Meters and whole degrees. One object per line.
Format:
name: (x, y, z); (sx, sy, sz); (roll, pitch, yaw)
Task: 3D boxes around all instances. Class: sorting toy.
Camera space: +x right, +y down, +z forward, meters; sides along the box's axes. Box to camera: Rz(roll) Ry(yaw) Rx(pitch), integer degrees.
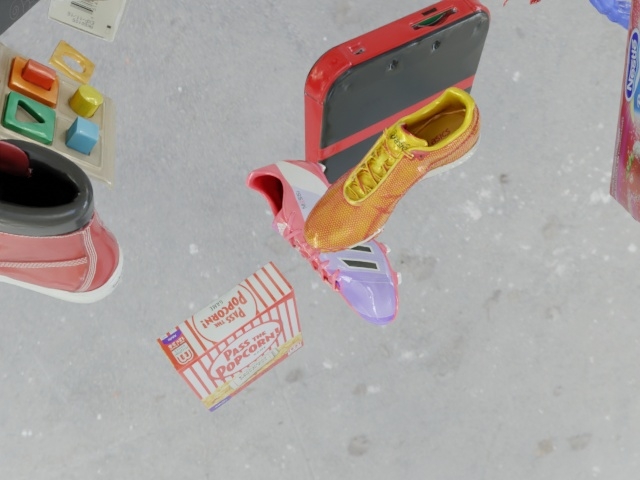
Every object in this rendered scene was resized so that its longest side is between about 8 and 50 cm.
sorting toy: (-0.353, -0.178, 0.897); (0.047, 0.348, 0.196); (-36, 137, 27)

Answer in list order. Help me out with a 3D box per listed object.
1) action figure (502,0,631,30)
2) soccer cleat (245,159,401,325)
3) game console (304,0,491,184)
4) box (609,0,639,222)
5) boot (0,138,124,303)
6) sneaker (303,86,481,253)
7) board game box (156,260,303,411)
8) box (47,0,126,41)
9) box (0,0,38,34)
action figure: (0.352, -0.337, 0.941); (0.139, 0.091, 0.280); (-35, 112, 29)
soccer cleat: (0.000, 0.000, 0.726); (0.095, 0.248, 0.083); (-8, 138, -27)
game console: (0.135, -0.253, 1.220); (0.386, 0.060, 0.342); (-28, 152, -21)
box: (0.331, -0.139, 0.543); (0.128, 0.123, 0.257); (-1, 112, 6)
boot: (-0.277, -0.030, 0.485); (0.244, 0.089, 0.176); (9, 155, -2)
sneaker: (0.051, -0.059, 0.529); (0.175, 0.064, 0.067); (-42, 149, -2)
board game box: (-0.095, 0.118, 0.766); (0.146, 0.045, 0.193); (-35, 157, -14)
box: (-0.431, -0.500, 1.297); (0.121, 0.311, 0.148); (17, 109, -19)
box: (-0.594, -0.482, 1.159); (0.143, 0.270, 0.165); (18, 138, 0)
